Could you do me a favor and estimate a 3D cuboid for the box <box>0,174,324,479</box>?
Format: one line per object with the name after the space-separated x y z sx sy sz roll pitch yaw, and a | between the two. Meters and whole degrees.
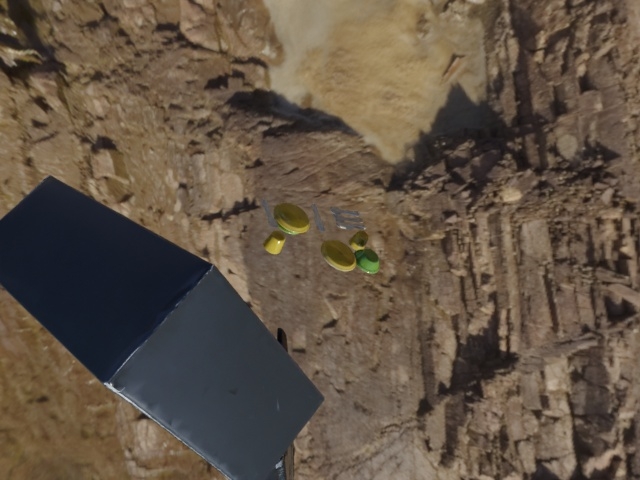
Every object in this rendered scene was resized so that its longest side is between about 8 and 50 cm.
-0.147 0.067 0.512 0.103 0.261 0.184 -51 136 -17 | box

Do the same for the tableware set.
0.000 0.000 0.757 0.154 0.024 0.104 5 47 -33 | tableware set

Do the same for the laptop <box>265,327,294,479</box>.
-0.099 0.271 0.677 0.136 0.264 0.234 -1 127 -1 | laptop
